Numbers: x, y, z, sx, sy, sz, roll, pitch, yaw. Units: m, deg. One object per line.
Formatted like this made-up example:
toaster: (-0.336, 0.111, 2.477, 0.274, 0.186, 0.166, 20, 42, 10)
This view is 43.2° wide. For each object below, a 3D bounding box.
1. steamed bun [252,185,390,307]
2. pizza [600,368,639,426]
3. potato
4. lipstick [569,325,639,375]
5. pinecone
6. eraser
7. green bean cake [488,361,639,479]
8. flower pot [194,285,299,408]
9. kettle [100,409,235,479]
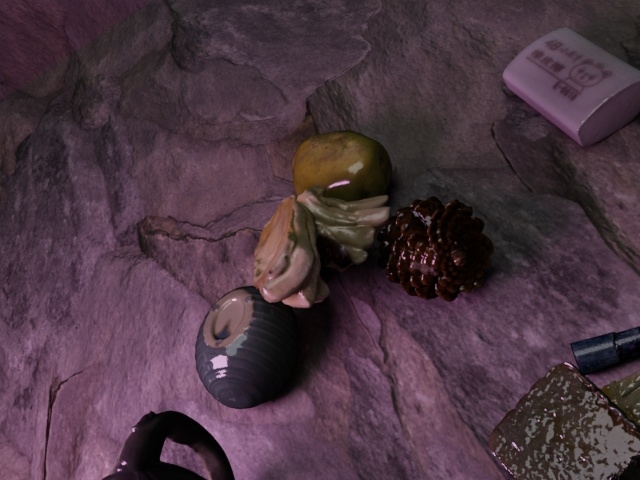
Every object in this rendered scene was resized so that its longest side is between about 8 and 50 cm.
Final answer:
steamed bun: (0.000, 0.000, 1.497, 0.428, 0.189, 0.247, -137, 68, -80)
pizza: (0.536, 0.215, 1.144, 0.262, 0.034, 0.181, -34, 41, -1)
potato: (0.044, -0.145, 1.709, 0.228, 0.148, 0.197, -6, 61, 30)
lipstick: (0.501, 0.144, 1.226, 0.234, 0.053, 0.053, -20, 43, 9)
pinecone: (0.190, 0.013, 1.448, 0.212, 0.169, 0.185, 5, 95, 41)
eraser: (0.509, -0.314, 1.617, 0.174, 0.095, 0.270, -35, 40, 3)
green bean cake: (0.354, 0.289, 1.125, 0.173, 0.094, 0.181, -48, 42, 4)
flower pot: (-0.136, 0.192, 1.500, 0.189, 0.157, 0.243, -14, 39, 23)
kettle: (-0.216, 0.420, 1.208, 0.228, 0.324, 0.320, -10, 47, 25)
